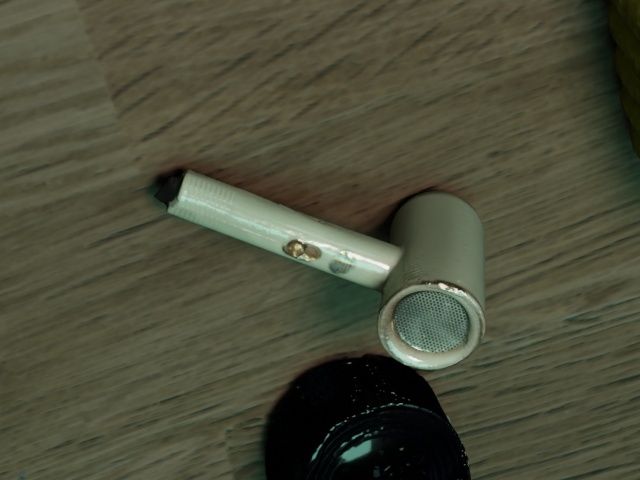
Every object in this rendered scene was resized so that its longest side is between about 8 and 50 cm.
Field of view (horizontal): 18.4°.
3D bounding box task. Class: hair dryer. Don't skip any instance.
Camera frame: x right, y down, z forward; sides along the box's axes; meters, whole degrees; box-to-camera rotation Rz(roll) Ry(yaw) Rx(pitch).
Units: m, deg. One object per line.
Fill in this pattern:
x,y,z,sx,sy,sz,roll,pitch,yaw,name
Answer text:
0.000,0.000,1.357,0.236,0.131,0.073,17,122,-6,hair dryer

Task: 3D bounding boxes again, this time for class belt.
0.039,0.181,1.512,0.151,0.078,0.198,-17,128,-11,belt

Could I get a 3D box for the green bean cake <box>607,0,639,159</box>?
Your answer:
0.318,-0.138,1.328,0.236,0.124,0.233,-23,133,-1,green bean cake
